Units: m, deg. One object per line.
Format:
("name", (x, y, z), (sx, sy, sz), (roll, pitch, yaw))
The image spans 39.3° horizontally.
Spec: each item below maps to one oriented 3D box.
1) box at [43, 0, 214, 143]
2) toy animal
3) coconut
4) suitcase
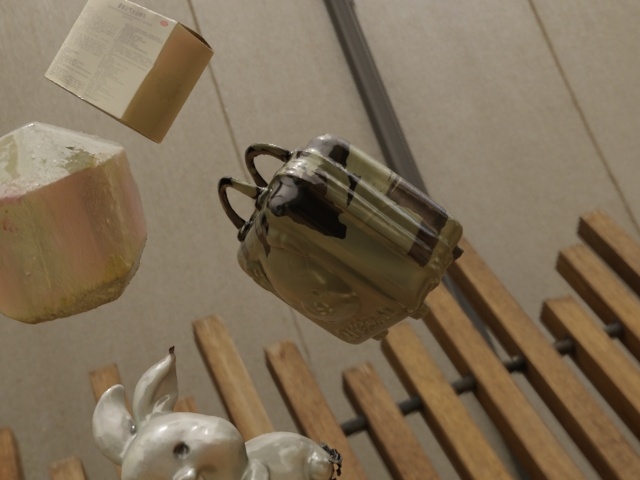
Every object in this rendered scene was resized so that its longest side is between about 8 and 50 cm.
("box", (-0.289, -0.267, 1.343), (0.095, 0.212, 0.168), (28, -88, -54))
("toy animal", (-0.139, 0.301, 1.169), (0.310, 0.247, 0.183), (24, -69, -26))
("coconut", (-0.446, -0.045, 1.499), (0.297, 0.297, 0.310), (-18, -75, -15))
("suitcase", (0.000, 0.000, 1.304), (0.194, 0.339, 0.351), (-56, 3, -22))
